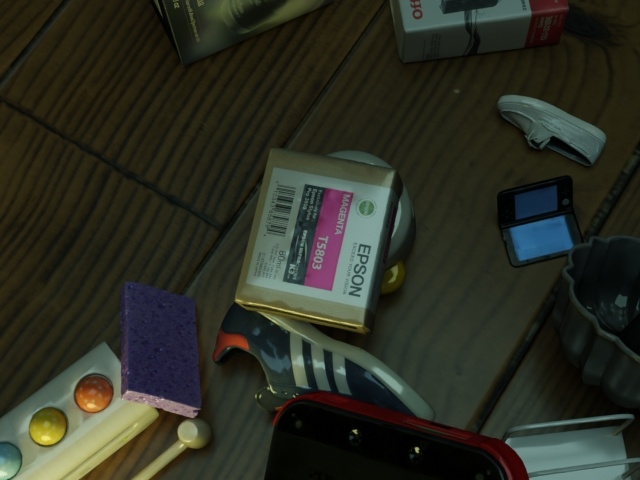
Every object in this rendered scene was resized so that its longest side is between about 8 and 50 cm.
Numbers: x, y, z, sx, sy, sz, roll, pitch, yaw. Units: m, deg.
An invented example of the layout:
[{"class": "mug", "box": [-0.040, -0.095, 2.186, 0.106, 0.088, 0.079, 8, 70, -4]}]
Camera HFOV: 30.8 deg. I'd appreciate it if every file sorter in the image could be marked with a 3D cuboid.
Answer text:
[{"class": "file sorter", "box": [0.359, 0.389, 1.602, 0.193, 0.173, 0.278, -6, 69, 0]}]

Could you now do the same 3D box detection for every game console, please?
[{"class": "game console", "box": [0.344, -0.031, 1.812, 0.122, 0.107, 0.071, -14, 42, -3]}, {"class": "game console", "box": [0.077, 0.400, 1.556, 0.386, 0.060, 0.342, 11, 92, 34]}]

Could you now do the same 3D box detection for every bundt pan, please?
[{"class": "bundt pan", "box": [0.477, 0.139, 1.654, 0.331, 0.124, 0.331, 14, 33, -9]}]

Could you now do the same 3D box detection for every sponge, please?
[{"class": "sponge", "box": [-0.238, 0.158, 1.718, 0.117, 0.031, 0.210, 18, 41, -26]}]

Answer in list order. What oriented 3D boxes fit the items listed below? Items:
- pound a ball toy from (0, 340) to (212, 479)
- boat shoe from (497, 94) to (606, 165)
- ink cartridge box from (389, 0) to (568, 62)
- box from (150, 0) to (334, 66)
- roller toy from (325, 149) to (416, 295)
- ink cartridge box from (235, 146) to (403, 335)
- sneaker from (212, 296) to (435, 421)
[{"class": "pound a ball toy", "box": [-0.342, 0.295, 1.687, 0.319, 0.136, 0.208, -37, 72, -10]}, {"class": "boat shoe", "box": [0.365, -0.174, 1.871, 0.184, 0.066, 0.063, 26, 72, 1]}, {"class": "ink cartridge box", "box": [0.253, -0.420, 1.933, 0.273, 0.114, 0.197, -8, 70, 0]}, {"class": "box", "box": [-0.143, -0.471, 1.873, 0.294, 0.296, 0.183, -25, 70, -6]}, {"class": "roller toy", "box": [0.052, -0.031, 1.783, 0.209, 0.146, 0.191, 21, 83, 13]}, {"class": "ink cartridge box", "box": [0.000, 0.000, 1.664, 0.193, 0.088, 0.235, 10, 79, 12]}, {"class": "sneaker", "box": [-0.004, 0.212, 1.716, 0.350, 0.131, 0.148, 29, 80, 18]}]
